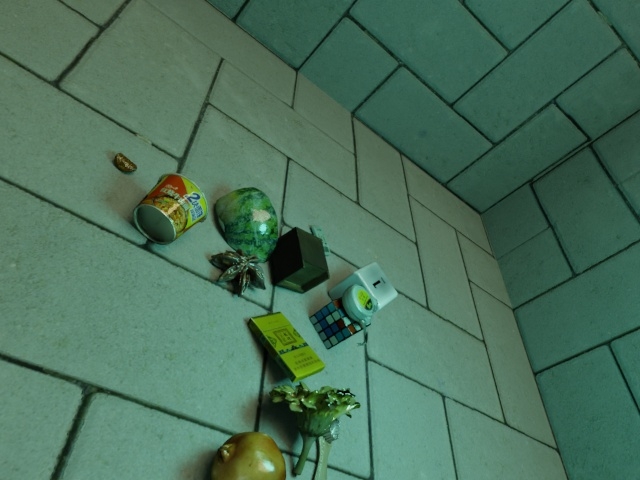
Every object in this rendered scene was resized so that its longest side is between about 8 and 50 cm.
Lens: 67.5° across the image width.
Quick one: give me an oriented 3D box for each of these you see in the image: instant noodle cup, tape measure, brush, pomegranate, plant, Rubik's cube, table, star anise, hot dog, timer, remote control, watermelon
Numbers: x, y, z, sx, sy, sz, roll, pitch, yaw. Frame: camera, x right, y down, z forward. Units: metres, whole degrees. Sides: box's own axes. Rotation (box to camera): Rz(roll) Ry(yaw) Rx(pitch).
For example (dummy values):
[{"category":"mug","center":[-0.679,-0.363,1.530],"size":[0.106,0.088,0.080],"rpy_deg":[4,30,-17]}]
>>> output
[{"category":"instant noodle cup","center":[-0.515,-0.098,1.629],"size":[0.213,0.213,0.174],"rpy_deg":[42,42,-11]},{"category":"tape measure","center":[0.129,0.290,1.818],"size":[0.164,0.084,0.330],"rpy_deg":[44,32,-5]},{"category":"brush","center":[0.023,0.692,1.599],"size":[0.070,0.065,0.328],"rpy_deg":[39,36,-21]},{"category":"pomegranate","center":[-0.191,0.624,1.287],"size":[0.209,0.209,0.209],"rpy_deg":[30,38,-27]},{"category":"plant","center":[-0.018,0.547,1.506],"size":[0.305,0.261,0.297],"rpy_deg":[22,43,-12]},{"category":"Rubik's cube","center":[0.080,0.325,1.943],"size":[0.155,0.151,0.154],"rpy_deg":[-13,68,-53]},{"category":"table","center":[-0.091,0.087,1.951],"size":[0.169,0.172,0.193],"rpy_deg":[25,41,-45]},{"category":"star anise","center":[-0.291,0.109,1.783],"size":[0.229,0.093,0.236],"rpy_deg":[43,30,-1]},{"category":"hot dog","center":[-0.701,-0.276,1.721],"size":[0.083,0.035,0.058],"rpy_deg":[42,34,-13]},{"category":"timer","center":[0.190,0.235,2.119],"size":[0.194,0.192,0.195],"rpy_deg":[56,33,8]},{"category":"remote control","center":[0.000,0.000,2.279],"size":[0.061,0.029,0.162],"rpy_deg":[5,59,-45]},{"category":"watermelon","center":[-0.281,-0.062,1.923],"size":[0.223,0.180,0.305],"rpy_deg":[-23,75,-10]}]

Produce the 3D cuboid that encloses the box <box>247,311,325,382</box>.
[{"category":"box","center":[-0.121,0.369,1.690],"size":[0.153,0.041,0.279],"rpy_deg":[-5,43,-50]}]
